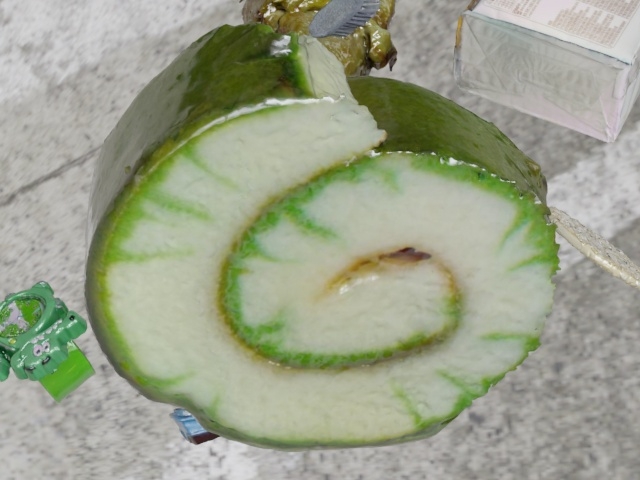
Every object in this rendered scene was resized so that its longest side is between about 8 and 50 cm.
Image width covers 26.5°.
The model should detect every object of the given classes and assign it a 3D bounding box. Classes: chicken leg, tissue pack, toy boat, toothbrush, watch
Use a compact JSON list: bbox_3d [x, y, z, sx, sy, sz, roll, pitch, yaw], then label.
[{"bbox_3d":[0.013,-0.303,1.711,0.211,0.140,0.361,24,55,-4],"label":"chicken leg"},{"bbox_3d":[0.270,-0.234,1.441,0.185,0.124,0.225,21,50,19],"label":"tissue pack"},{"bbox_3d":[-0.111,0.220,1.963,0.223,0.100,0.097,-18,96,-17],"label":"toy boat"},{"bbox_3d":[0.094,-0.200,0.820,0.031,0.321,0.023,-7,74,-40],"label":"toothbrush"},{"bbox_3d":[-0.364,0.154,1.791,0.131,0.165,0.152,-40,138,-16],"label":"watch"}]

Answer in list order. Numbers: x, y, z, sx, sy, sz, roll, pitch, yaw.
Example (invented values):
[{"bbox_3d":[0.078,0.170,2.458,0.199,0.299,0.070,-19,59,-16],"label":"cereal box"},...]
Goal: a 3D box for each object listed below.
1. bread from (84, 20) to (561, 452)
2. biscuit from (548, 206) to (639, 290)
[{"bbox_3d":[0.000,0.000,1.057,0.366,0.129,0.382,-12,128,3],"label":"bread"},{"bbox_3d":[0.319,0.010,1.566,0.152,0.152,0.020,32,104,-16],"label":"biscuit"}]
